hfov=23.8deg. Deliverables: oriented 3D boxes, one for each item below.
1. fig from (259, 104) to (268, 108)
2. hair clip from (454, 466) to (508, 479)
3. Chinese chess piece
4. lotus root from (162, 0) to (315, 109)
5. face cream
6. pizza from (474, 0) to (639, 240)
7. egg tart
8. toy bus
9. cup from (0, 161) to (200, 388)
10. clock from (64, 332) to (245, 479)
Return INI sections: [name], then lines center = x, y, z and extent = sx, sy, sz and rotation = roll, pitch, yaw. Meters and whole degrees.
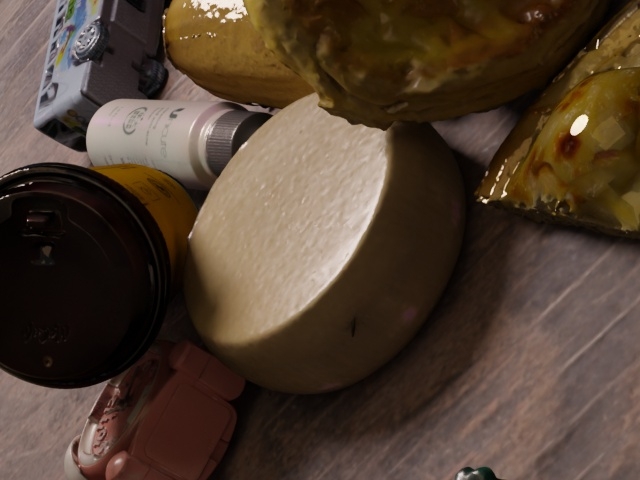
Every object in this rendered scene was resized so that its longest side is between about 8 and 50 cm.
[fig]
center = -0.025, -0.248, 1.528
extent = 0.124, 0.124, 0.236
rotation = 29, 110, 55
[hair clip]
center = 0.114, 0.319, 0.924
extent = 0.096, 0.110, 0.359
rotation = 101, 178, -65
[Chinese chess piece]
center = 0.000, 0.000, 1.281
extent = 0.273, 0.102, 0.273
rotation = -31, 41, 32
[lotus root]
center = -0.026, -0.191, 1.406
extent = 0.303, 0.146, 0.131
rotation = 10, 67, 37
[face cream]
center = -0.123, -0.094, 1.513
extent = 0.311, 0.092, 0.092
rotation = 10, 71, 53
[pizza]
center = 0.215, -0.098, 1.116
extent = 0.188, 0.080, 0.204
rotation = 25, 82, 55
[egg tart]
center = 0.089, -0.246, 1.243
extent = 0.132, 0.341, 0.341
rotation = 116, 178, -78
[toy bus]
center = -0.252, -0.254, 1.779
extent = 0.136, 0.109, 0.330
rotation = -26, 46, 37
[cup]
center = -0.204, 0.015, 1.368
extent = 0.196, 0.196, 0.279
rotation = -47, -1, 14
[clock]
center = -0.149, 0.164, 1.354
extent = 0.162, 0.092, 0.166
rotation = -1, 58, 60
